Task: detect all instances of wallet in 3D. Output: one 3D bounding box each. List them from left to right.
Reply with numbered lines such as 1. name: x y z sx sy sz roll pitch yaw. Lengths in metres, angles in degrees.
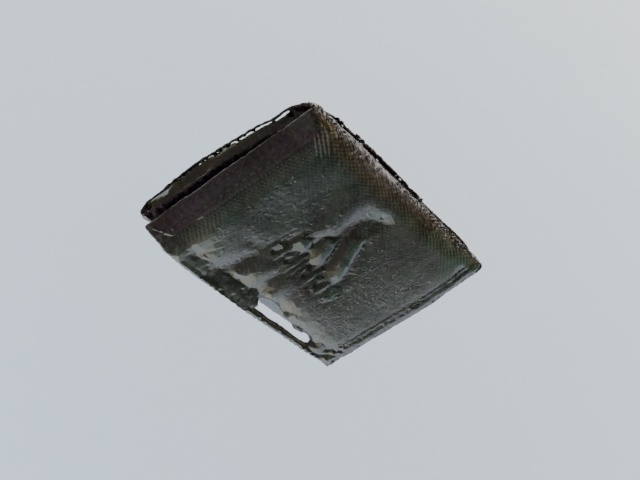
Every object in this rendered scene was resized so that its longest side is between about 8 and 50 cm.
1. wallet: 0.000 -0.001 0.678 0.111 0.166 0.030 -33 -134 17
